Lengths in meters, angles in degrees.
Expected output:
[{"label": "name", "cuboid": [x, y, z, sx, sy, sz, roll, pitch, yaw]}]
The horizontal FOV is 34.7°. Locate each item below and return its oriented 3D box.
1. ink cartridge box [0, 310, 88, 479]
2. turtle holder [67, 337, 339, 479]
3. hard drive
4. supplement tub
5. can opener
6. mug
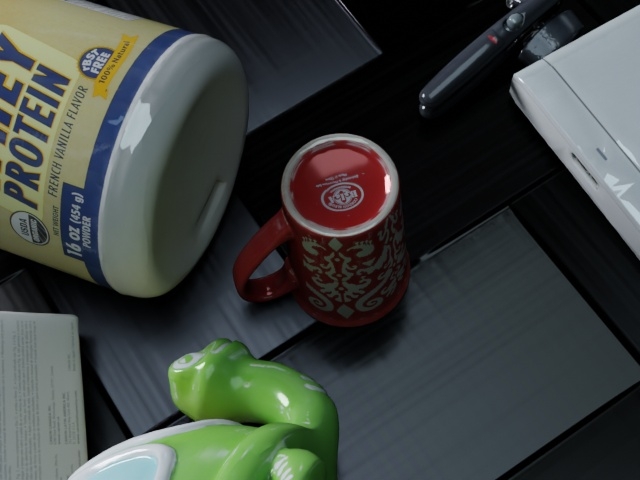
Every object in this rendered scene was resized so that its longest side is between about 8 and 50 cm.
[{"label": "ink cartridge box", "cuboid": [-0.300, 0.143, 0.815, 0.225, 0.056, 0.181, 5, 62, -29]}, {"label": "turtle holder", "cuboid": [-0.092, 0.222, 0.723, 0.228, 0.243, 0.320, -1, 79, 20]}, {"label": "hard drive", "cuboid": [0.391, -0.145, 0.961, 0.353, 0.047, 0.233, -29, 67, -9]}, {"label": "supplement tub", "cuboid": [-0.244, -0.102, 0.884, 0.316, 0.228, 0.228, 18, 68, 12]}, {"label": "can opener", "cuboid": [0.167, -0.182, 0.985, 0.186, 0.059, 0.073, -35, 64, -11]}, {"label": "mug", "cuboid": [0.009, 0.004, 0.851, 0.113, 0.169, 0.150, 39, 73, 18]}]
